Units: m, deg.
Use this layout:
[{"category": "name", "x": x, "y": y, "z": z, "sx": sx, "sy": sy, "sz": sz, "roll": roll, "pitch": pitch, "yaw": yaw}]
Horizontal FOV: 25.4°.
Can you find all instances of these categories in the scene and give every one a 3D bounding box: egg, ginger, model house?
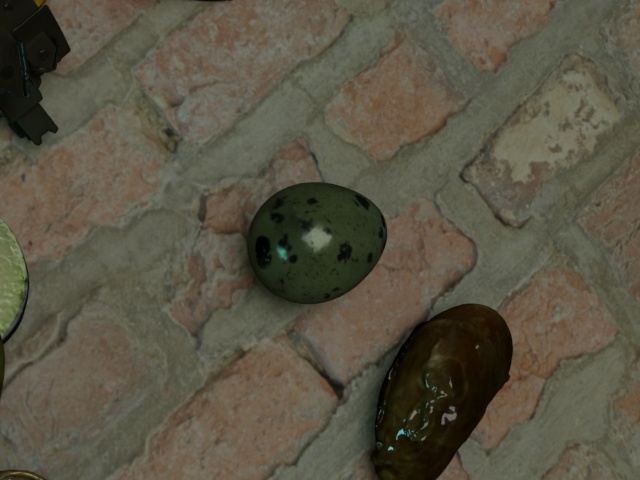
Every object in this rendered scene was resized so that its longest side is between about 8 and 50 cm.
[{"category": "egg", "x": 0.000, "y": 0.000, "z": 2.072, "sx": 0.228, "sy": 0.177, "sz": 0.177, "roll": -15, "pitch": 84, "yaw": -39}, {"category": "ginger", "x": 0.172, "y": 0.220, "z": 2.101, "sx": 0.165, "sy": 0.172, "sz": 0.321, "roll": 24, "pitch": 66, "yaw": 27}, {"category": "model house", "x": -0.440, "y": -0.229, "z": 1.930, "sx": 0.211, "sy": 0.204, "sz": 0.243, "roll": -41, "pitch": 120, "yaw": -11}]

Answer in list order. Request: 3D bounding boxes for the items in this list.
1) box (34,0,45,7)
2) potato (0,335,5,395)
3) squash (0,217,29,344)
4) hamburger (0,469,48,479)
[{"category": "box", "x": -0.503, "y": -0.427, "z": 2.031, "sx": 0.269, "sy": 0.043, "sz": 0.152, "roll": 37, "pitch": 66, "yaw": -12}, {"category": "potato", "x": -0.511, "y": 0.136, "z": 1.726, "sx": 0.330, "sy": 0.213, "sz": 0.280, "roll": 40, "pitch": 54, "yaw": -8}, {"category": "squash", "x": -0.517, "y": 0.054, "z": 1.908, "sx": 0.252, "sy": 0.049, "sz": 0.252, "roll": 7, "pitch": 73, "yaw": -24}, {"category": "hamburger", "x": -0.397, "y": 0.425, "z": 1.815, "sx": 0.286, "sy": 0.146, "sz": 0.243, "roll": 21, "pitch": 63, "yaw": -10}]
